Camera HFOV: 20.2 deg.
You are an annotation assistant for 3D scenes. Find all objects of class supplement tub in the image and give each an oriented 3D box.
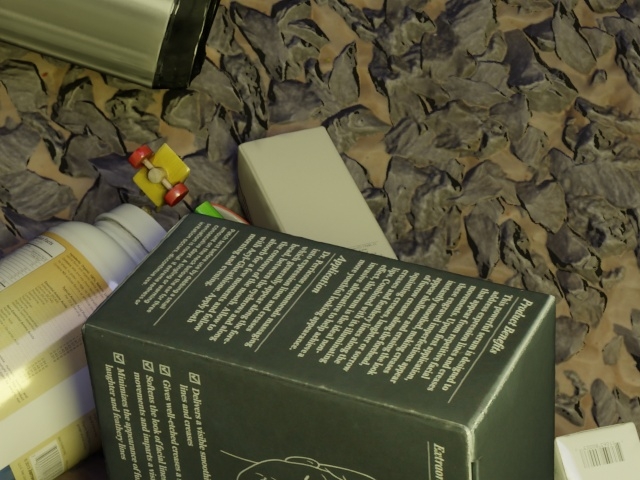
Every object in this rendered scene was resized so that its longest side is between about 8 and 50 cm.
[{"bbox_3d":[-0.286,0.121,1.891,0.316,0.228,0.228,-33,77,-22],"label":"supplement tub"}]

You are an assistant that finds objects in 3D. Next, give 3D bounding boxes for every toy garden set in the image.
[{"bbox_3d":[-0.138,0.012,1.959,0.049,0.244,0.204,-39,79,-29],"label":"toy garden set"}]

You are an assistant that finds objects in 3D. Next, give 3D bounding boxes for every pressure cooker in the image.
[{"bbox_3d":[-0.295,-0.385,2.033,0.420,0.375,0.370,18,26,-3],"label":"pressure cooker"}]

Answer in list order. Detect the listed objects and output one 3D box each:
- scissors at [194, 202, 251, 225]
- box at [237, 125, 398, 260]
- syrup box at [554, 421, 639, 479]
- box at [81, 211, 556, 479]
[{"bbox_3d":[-0.028,0.061,2.078,0.297,0.021,0.109,33,38,-9],"label":"scissors"},{"bbox_3d":[0.000,0.000,2.022,0.113,0.094,0.275,-12,48,-15],"label":"box"},{"bbox_3d":[0.268,0.279,1.933,0.093,0.237,0.096,-9,70,-15],"label":"syrup box"},{"bbox_3d":[0.007,0.180,1.716,0.395,0.293,0.212,14,39,23],"label":"box"}]
